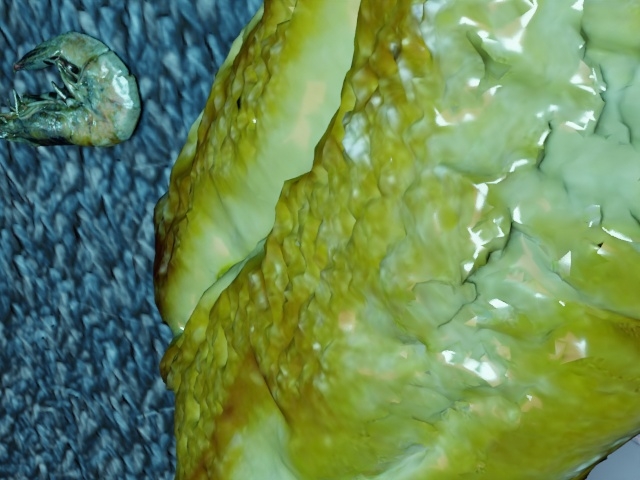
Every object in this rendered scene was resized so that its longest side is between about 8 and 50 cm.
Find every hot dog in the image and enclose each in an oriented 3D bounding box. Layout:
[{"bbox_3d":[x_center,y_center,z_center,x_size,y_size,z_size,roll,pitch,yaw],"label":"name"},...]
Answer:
[{"bbox_3d":[0.054,-0.041,0.507,0.365,0.196,0.367,116,150,-42],"label":"hot dog"}]

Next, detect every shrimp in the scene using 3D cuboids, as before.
[{"bbox_3d":[-0.207,-0.114,0.819,0.161,0.034,0.091,-4,101,28],"label":"shrimp"}]

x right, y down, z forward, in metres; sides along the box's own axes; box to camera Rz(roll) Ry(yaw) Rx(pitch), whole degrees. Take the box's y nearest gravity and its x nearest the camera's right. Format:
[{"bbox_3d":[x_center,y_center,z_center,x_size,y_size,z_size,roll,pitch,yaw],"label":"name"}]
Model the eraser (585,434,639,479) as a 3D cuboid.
[{"bbox_3d":[0.260,0.183,0.613,0.359,0.122,0.272,34,129,14],"label":"eraser"}]
